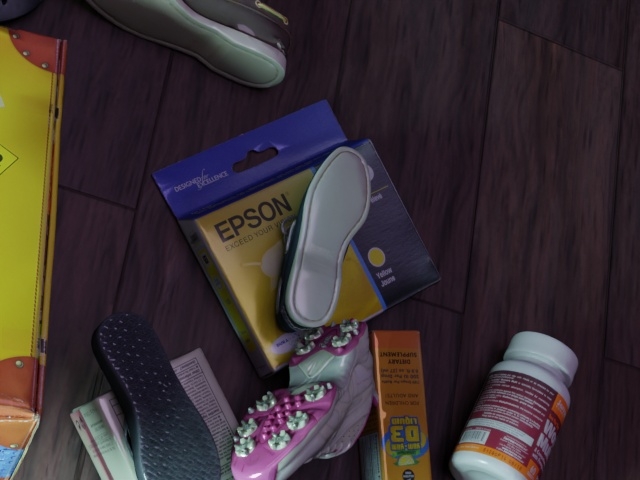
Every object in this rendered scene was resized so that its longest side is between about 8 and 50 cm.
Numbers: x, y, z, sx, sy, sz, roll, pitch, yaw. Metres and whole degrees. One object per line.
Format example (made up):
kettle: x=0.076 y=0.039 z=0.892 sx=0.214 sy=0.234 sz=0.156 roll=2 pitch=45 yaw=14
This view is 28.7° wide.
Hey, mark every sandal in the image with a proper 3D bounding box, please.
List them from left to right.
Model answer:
sandal: x=-0.184 y=0.203 z=1.406 sx=0.097 sy=0.054 sz=0.254 roll=-10 pitch=69 yaw=-35

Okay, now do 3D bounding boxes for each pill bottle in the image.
pill bottle: x=0.271 y=0.242 z=1.723 sx=0.121 sy=0.121 sz=0.221 roll=36 pitch=62 yaw=-12

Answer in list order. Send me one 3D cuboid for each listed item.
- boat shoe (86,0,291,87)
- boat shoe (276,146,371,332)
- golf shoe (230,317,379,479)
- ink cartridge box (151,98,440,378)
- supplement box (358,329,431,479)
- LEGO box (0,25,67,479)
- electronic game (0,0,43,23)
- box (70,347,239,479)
boat shoe: x=-0.181 y=-0.319 z=1.681 sx=0.324 sy=0.116 sz=0.097 roll=25 pitch=60 yaw=-22
boat shoe: x=0.000 y=0.000 z=1.614 sx=0.095 sy=0.079 sz=0.254 roll=20 pitch=69 yaw=-23
golf shoe: x=-0.003 y=0.220 z=1.506 sx=0.306 sy=0.115 sz=0.140 roll=-49 pitch=125 yaw=-50
ink cartridge box: x=-0.025 y=-0.017 z=1.689 sx=0.303 sy=0.072 sz=0.307 roll=-27 pitch=90 yaw=-30
supplement box: x=0.095 y=0.239 z=1.661 sx=0.078 sy=0.080 sz=0.233 roll=2 pitch=75 yaw=-24
LEGO box: x=-0.477 y=-0.017 z=1.300 sx=0.372 sy=0.193 sz=0.500 roll=12 pitch=51 yaw=-21
electronic game: x=-0.446 y=-0.382 z=1.601 sx=0.229 sy=0.048 sz=0.229 roll=9 pitch=70 yaw=-26
box: x=-0.172 y=0.268 z=1.489 sx=0.148 sy=0.127 sz=0.232 roll=-25 pitch=86 yaw=-30
